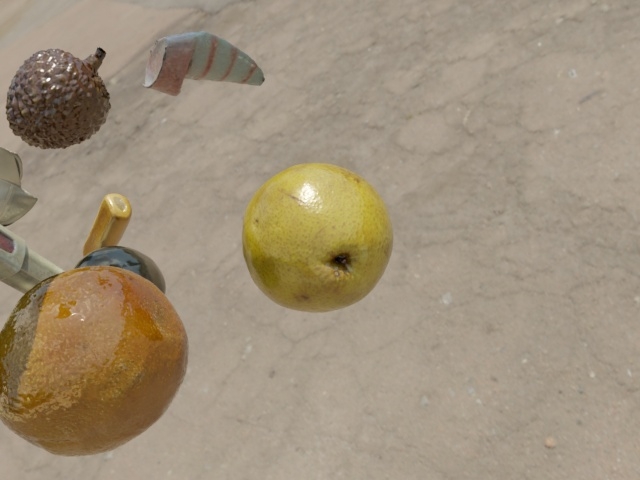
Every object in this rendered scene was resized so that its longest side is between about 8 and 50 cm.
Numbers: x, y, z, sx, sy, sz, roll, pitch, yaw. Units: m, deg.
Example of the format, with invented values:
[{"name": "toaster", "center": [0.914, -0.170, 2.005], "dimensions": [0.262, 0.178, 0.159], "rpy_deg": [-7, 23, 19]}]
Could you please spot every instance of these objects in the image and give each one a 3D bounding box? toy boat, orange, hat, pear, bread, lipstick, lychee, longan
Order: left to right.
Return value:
[{"name": "hat", "center": [-0.860, -0.148, 1.856], "dimensions": [0.219, 0.226, 0.164], "rpy_deg": [14, 65, 12]}, {"name": "lipstick", "center": [-0.562, 0.035, 1.313], "dimensions": [0.077, 0.253, 0.079], "rpy_deg": [-21, 51, 19]}, {"name": "lychee", "center": [-0.491, -0.275, 1.400], "dimensions": [0.238, 0.200, 0.200], "rpy_deg": [-42, 32, 6]}, {"name": "orange", "center": [-0.313, 0.165, 0.991], "dimensions": [0.264, 0.264, 0.264], "rpy_deg": [-26, 35, 19]}, {"name": "bread", "center": [-0.557, -0.023, 1.919], "dimensions": [0.092, 0.074, 0.239], "rpy_deg": [58, 134, 21]}, {"name": "longan", "center": [-0.448, 0.106, 1.634], "dimensions": [0.220, 0.196, 0.196], "rpy_deg": [28, 70, 38]}, {"name": "toy boat", "center": [-0.236, -0.386, 1.635], "dimensions": [0.206, 0.282, 0.096], "rpy_deg": [-43, 54, 47]}, {"name": "pear", "center": [0.000, 0.000, 0.992], "dimensions": [0.209, 0.209, 0.209], "rpy_deg": [-26, 35, 19]}]
